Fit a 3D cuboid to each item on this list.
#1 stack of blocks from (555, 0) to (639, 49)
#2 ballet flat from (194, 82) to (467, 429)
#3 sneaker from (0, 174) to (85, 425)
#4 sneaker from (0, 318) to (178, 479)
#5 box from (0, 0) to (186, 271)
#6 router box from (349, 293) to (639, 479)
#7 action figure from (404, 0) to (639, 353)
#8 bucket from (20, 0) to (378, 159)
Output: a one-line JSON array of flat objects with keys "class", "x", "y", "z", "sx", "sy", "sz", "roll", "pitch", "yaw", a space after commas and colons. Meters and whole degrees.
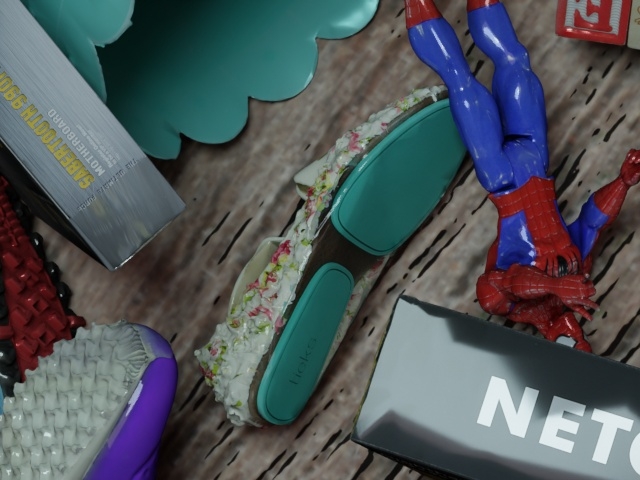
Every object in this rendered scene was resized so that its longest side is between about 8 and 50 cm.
[{"class": "stack of blocks", "x": 0.290, "y": -0.186, "z": 1.088, "sx": 0.297, "sy": 0.087, "sz": 0.171, "roll": 10, "pitch": 124, "yaw": 13}, {"class": "ballet flat", "x": 0.000, "y": 0.000, "z": 1.165, "sx": 0.077, "sy": 0.091, "sz": 0.241, "roll": 27, "pitch": 80, "yaw": 42}, {"class": "sneaker", "x": -0.234, "y": 0.032, "z": 1.207, "sx": 0.125, "sy": 0.104, "sz": 0.262, "roll": -30, "pitch": 70, "yaw": 22}, {"class": "sneaker", "x": -0.132, "y": 0.184, "z": 1.122, "sx": 0.293, "sy": 0.146, "sz": 0.102, "roll": -62, "pitch": 32, "yaw": 13}, {"class": "box", "x": -0.177, "y": -0.083, "z": 1.082, "sx": 0.056, "sy": 0.231, "sz": 0.183, "roll": -41, "pitch": 109, "yaw": -9}, {"class": "router box", "x": 0.188, "y": 0.126, "z": 1.017, "sx": 0.309, "sy": 0.243, "sz": 0.081, "roll": 17, "pitch": 83, "yaw": 14}, {"class": "action figure", "x": 0.126, "y": -0.056, "z": 1.096, "sx": 0.091, "sy": 0.139, "sz": 0.280, "roll": -18, "pitch": 97, "yaw": -30}, {"class": "bucket", "x": -0.079, "y": -0.206, "z": 1.127, "sx": 0.281, "sy": 0.281, "sz": 0.183, "roll": -46, "pitch": 71, "yaw": 0}]
